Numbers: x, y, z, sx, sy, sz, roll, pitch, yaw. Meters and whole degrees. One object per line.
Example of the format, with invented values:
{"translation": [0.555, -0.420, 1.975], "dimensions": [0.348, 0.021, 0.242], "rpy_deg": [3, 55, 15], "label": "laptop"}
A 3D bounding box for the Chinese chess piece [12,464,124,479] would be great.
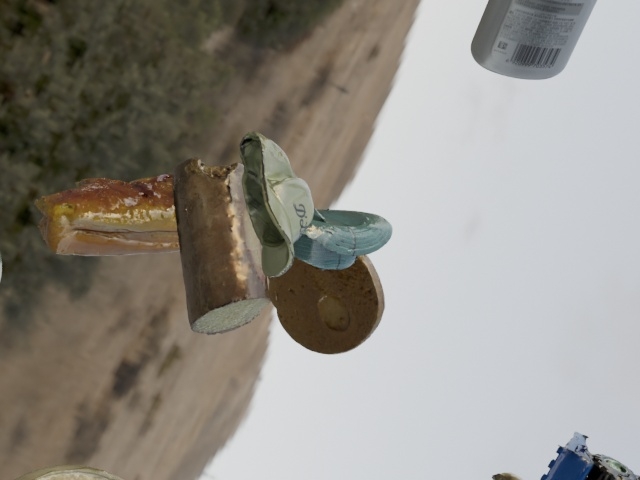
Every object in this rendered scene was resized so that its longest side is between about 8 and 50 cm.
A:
{"translation": [-0.392, 0.517, 2.114], "dimensions": [0.140, 0.338, 0.338], "rpy_deg": [-40, -155, 63], "label": "Chinese chess piece"}

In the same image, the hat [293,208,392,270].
{"translation": [0.000, 0.000, 1.745], "dimensions": [0.138, 0.190, 0.078], "rpy_deg": [22, -74, 56], "label": "hat"}

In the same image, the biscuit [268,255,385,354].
{"translation": [0.014, 0.082, 2.079], "dimensions": [0.208, 0.181, 0.049], "rpy_deg": [-5, -170, 36], "label": "biscuit"}

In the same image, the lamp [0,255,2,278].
{"translation": [-0.474, 0.001, 1.609], "dimensions": [0.197, 0.197, 0.244], "rpy_deg": [151, -60, -73], "label": "lamp"}

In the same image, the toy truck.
{"translation": [0.391, 0.351, 1.906], "dimensions": [0.113, 0.208, 0.126], "rpy_deg": [-63, -167, 15], "label": "toy truck"}

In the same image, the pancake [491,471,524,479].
{"translation": [0.264, 0.417, 1.686], "dimensions": [0.282, 0.049, 0.283], "rpy_deg": [168, -90, -85], "label": "pancake"}

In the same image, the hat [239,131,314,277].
{"translation": [-0.046, -0.041, 1.568], "dimensions": [0.166, 0.081, 0.122], "rpy_deg": [-104, -168, -53], "label": "hat"}

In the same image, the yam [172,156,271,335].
{"translation": [-0.145, 0.006, 1.955], "dimensions": [0.129, 0.128, 0.238], "rpy_deg": [-20, -113, 23], "label": "yam"}

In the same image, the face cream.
{"translation": [0.301, -0.338, 1.804], "dimensions": [0.291, 0.143, 0.071], "rpy_deg": [107, -14, -48], "label": "face cream"}

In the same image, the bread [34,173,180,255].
{"translation": [-0.284, -0.056, 2.245], "dimensions": [0.185, 0.380, 0.109], "rpy_deg": [48, -45, 52], "label": "bread"}
